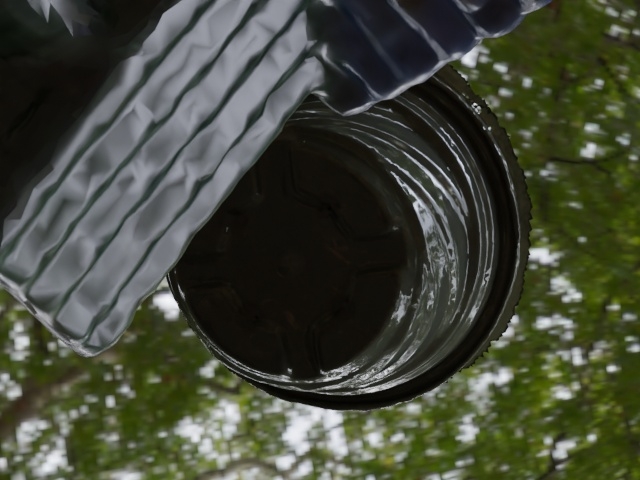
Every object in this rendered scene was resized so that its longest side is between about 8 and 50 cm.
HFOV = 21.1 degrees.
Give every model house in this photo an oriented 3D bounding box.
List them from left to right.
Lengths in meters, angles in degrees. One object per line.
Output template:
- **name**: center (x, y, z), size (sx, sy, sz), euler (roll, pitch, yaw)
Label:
- **model house**: center (-0.048, -0.080, 0.420), size (0.183, 0.166, 0.172), euler (-52, -152, -7)

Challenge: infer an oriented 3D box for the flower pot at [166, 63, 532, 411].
- **flower pot**: center (0.000, 0.000, 0.996), size (0.235, 0.140, 0.235), euler (2, -82, 14)
